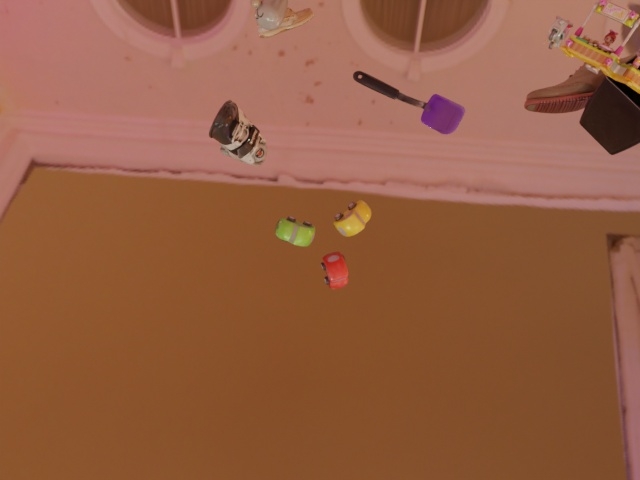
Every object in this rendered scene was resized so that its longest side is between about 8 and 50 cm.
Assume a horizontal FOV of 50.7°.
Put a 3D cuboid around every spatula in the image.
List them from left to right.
[{"bbox_3d":[0.212,-0.355,1.689,0.296,0.030,0.084,27,-87,13],"label":"spatula"}]

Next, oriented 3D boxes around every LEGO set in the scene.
[{"bbox_3d":[0.544,-0.330,1.190,0.287,0.107,0.132,33,-164,9],"label":"LEGO set"}]

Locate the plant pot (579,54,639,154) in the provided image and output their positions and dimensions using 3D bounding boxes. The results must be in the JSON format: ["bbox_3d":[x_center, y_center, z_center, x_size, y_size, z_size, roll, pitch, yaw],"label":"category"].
[{"bbox_3d":[0.794,-0.334,1.752,0.187,0.167,0.188,-33,-105,-34],"label":"plant pot"}]

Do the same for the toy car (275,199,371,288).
[{"bbox_3d":[0.000,0.000,1.643,0.224,0.239,0.053,14,-166,-20],"label":"toy car"}]

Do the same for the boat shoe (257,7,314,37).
[{"bbox_3d":[-0.095,-0.602,1.830,0.170,0.059,0.063,-29,-151,-19],"label":"boat shoe"}]

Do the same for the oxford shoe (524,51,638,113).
[{"bbox_3d":[0.739,-0.441,1.893,0.348,0.123,0.130,-10,-96,5],"label":"oxford shoe"}]

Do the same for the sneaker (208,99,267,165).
[{"bbox_3d":[-0.216,-0.293,1.914,0.146,0.330,0.123,30,-94,7],"label":"sneaker"}]

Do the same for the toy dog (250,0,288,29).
[{"bbox_3d":[-0.117,-0.703,1.673,0.161,0.220,0.334,27,-134,-33],"label":"toy dog"}]
